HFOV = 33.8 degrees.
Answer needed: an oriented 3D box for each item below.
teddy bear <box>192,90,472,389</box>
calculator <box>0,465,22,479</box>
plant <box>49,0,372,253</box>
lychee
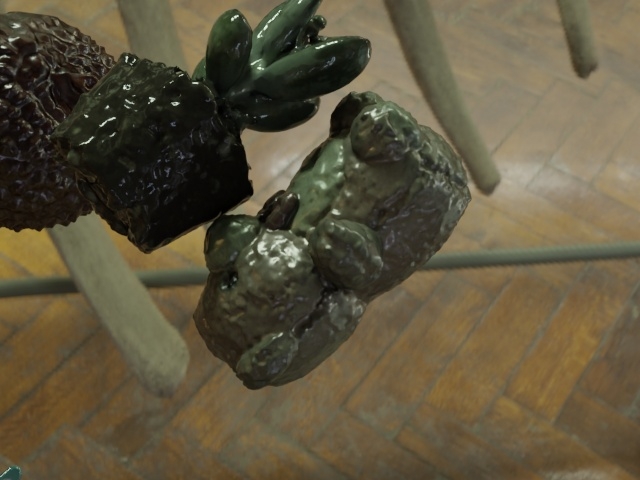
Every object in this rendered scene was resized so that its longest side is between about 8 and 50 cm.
[{"bbox_3d":[0.001,0.000,0.896,0.267,0.236,0.151,-40,105,2],"label":"teddy bear"},{"bbox_3d":[-0.403,0.342,1.274,0.141,0.019,0.094,-42,99,-32],"label":"calculator"},{"bbox_3d":[-0.091,-0.118,0.902,0.274,0.149,0.146,-37,54,-10],"label":"plant"},{"bbox_3d":[-0.394,-0.150,1.370,0.330,0.306,0.306,-17,38,31],"label":"lychee"}]
